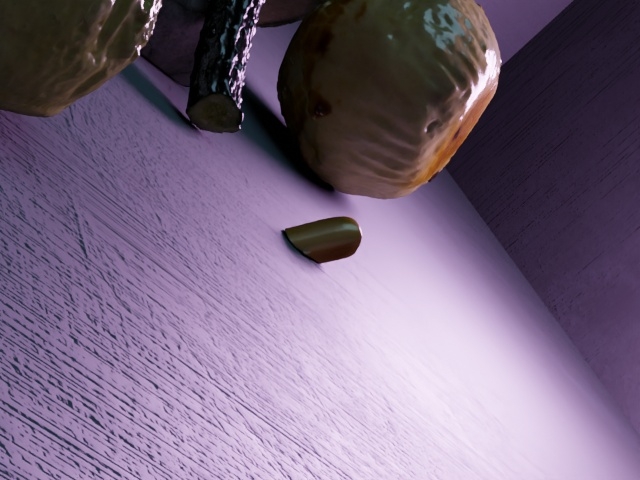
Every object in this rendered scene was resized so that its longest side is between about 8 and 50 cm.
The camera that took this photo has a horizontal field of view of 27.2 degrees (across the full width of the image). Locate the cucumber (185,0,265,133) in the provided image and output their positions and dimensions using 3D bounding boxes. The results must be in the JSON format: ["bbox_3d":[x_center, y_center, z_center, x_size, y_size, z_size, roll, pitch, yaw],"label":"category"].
[{"bbox_3d":[-0.113,-0.284,1.718,0.081,0.304,0.072,13,-24,-9],"label":"cucumber"}]

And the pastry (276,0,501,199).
[{"bbox_3d":[0.103,-0.256,2.157,0.312,0.388,0.388,39,9,7],"label":"pastry"}]

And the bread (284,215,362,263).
[{"bbox_3d":[-0.001,0.001,1.676,0.049,0.103,0.062,65,-26,27],"label":"bread"}]

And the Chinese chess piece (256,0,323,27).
[{"bbox_3d":[-0.126,-0.476,2.131,0.338,0.338,0.141,35,51,-51],"label":"Chinese chess piece"}]

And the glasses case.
[{"bbox_3d":[-0.228,-0.311,1.697,0.299,0.114,0.060,35,14,-48],"label":"glasses case"}]

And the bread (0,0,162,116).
[{"bbox_3d":[-0.260,-0.259,1.041,0.320,0.237,0.320,42,15,-14],"label":"bread"}]
